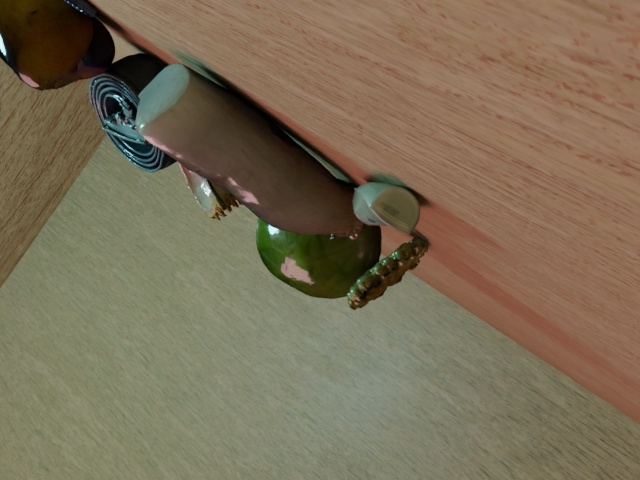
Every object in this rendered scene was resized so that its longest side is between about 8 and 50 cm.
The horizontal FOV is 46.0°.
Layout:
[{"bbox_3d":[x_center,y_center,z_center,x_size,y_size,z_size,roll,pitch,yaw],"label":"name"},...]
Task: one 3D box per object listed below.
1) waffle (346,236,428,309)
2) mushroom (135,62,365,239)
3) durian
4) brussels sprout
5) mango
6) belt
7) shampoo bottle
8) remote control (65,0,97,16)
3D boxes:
[{"bbox_3d":[0.115,0.056,1.284,0.036,0.169,0.183,52,173,12],"label":"waffle"},{"bbox_3d":[-0.078,-0.104,1.098,0.397,0.126,0.177,34,-170,-24],"label":"mushroom"},{"bbox_3d":[-0.190,-0.147,1.610,0.305,0.196,0.185,33,148,50],"label":"durian"},{"bbox_3d":[0.000,0.000,1.360,0.244,0.244,0.244,35,180,0],"label":"brussels sprout"},{"bbox_3d":[-0.467,-0.347,1.271,0.287,0.152,0.201,38,-175,32],"label":"mango"},{"bbox_3d":[-0.335,-0.233,1.393,0.268,0.116,0.206,13,132,51],"label":"belt"},{"bbox_3d":[0.076,-0.041,0.923,0.072,0.049,0.212,30,180,-4],"label":"shampoo bottle"},{"bbox_3d":[-0.399,-0.383,1.126,0.043,0.027,0.152,28,178,30],"label":"remote control"}]
